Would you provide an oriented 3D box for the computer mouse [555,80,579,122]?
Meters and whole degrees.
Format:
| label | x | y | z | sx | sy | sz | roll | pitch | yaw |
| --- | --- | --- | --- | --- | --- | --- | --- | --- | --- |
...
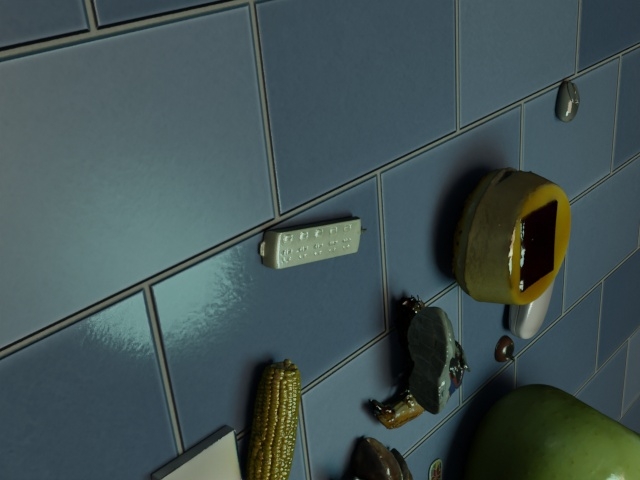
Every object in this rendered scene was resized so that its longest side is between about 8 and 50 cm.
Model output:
| label | x | y | z | sx | sy | sz | roll | pitch | yaw |
| --- | --- | --- | --- | --- | --- | --- | --- | --- | --- |
| computer mouse | 0.585 | -0.325 | 1.799 | 0.066 | 0.039 | 0.096 | -2 | 105 | -48 |

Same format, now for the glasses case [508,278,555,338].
| label | x | y | z | sx | sy | sz | roll | pitch | yaw |
| --- | --- | --- | --- | --- | --- | --- | --- | --- | --- |
| glasses case | 0.516 | 0.092 | 1.843 | 0.113 | 0.075 | 0.297 | -3 | 106 | -49 |

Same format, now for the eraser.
| label | x | y | z | sx | sy | sz | roll | pitch | yaw |
| --- | --- | --- | --- | --- | --- | --- | --- | --- | --- |
| eraser | -0.188 | 0.368 | 1.188 | 0.150 | 0.023 | 0.104 | -27 | 122 | -40 |

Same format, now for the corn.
| label | x | y | z | sx | sy | sz | roll | pitch | yaw |
| --- | --- | --- | --- | --- | --- | --- | --- | --- | --- |
| corn | -0.076 | 0.311 | 1.253 | 0.080 | 0.080 | 0.238 | -4 | 108 | -48 |

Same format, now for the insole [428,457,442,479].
| label | x | y | z | sx | sy | sz | roll | pitch | yaw |
| --- | --- | --- | --- | --- | --- | --- | --- | --- | --- |
| insole | 0.270 | 0.595 | 1.801 | 0.065 | 0.006 | 0.194 | -25 | 121 | -42 |

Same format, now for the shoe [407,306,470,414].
| label | x | y | z | sx | sy | sz | roll | pitch | yaw |
| --- | --- | --- | --- | --- | --- | --- | --- | --- | --- |
| shoe | 0.241 | 0.221 | 1.472 | 0.125 | 0.099 | 0.228 | -19 | 122 | -33 |

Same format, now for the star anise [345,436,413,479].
| label | x | y | z | sx | sy | sz | roll | pitch | yaw |
| --- | --- | --- | --- | --- | --- | --- | --- | --- | --- |
| star anise | 0.115 | 0.542 | 1.485 | 0.315 | 0.108 | 0.316 | 10 | 78 | -58 |

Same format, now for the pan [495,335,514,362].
| label | x | y | z | sx | sy | sz | roll | pitch | yaw |
| --- | --- | --- | --- | --- | --- | --- | --- | --- | --- |
| pan | 0.467 | 0.278 | 1.895 | 0.115 | 0.023 | 0.069 | 38 | 74 | -48 |

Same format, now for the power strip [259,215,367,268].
| label | x | y | z | sx | sy | sz | roll | pitch | yaw |
| --- | --- | --- | --- | --- | --- | --- | --- | --- | --- |
| power strip | 0.000 | 0.000 | 1.264 | 0.252 | 0.027 | 0.060 | -11 | 112 | -46 |

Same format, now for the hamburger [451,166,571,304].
| label | x | y | z | sx | sy | sz | roll | pitch | yaw |
| --- | --- | --- | --- | --- | --- | --- | --- | --- | --- |
| hamburger | 0.385 | -0.006 | 1.582 | 0.300 | 0.176 | 0.300 | -22 | 120 | -42 |

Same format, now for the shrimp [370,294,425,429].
| label | x | y | z | sx | sy | sz | roll | pitch | yaw |
| --- | --- | --- | --- | --- | --- | --- | --- | --- | --- |
| shrimp | 0.166 | 0.250 | 1.523 | 0.222 | 0.054 | 0.291 | -40 | 130 | -31 |

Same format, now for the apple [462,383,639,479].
| label | x | y | z | sx | sy | sz | roll | pitch | yaw |
| --- | --- | --- | --- | --- | --- | --- | --- | --- | --- |
| apple | 0.558 | 0.579 | 1.798 | 0.473 | 0.473 | 0.474 | -20 | 118 | -43 |
